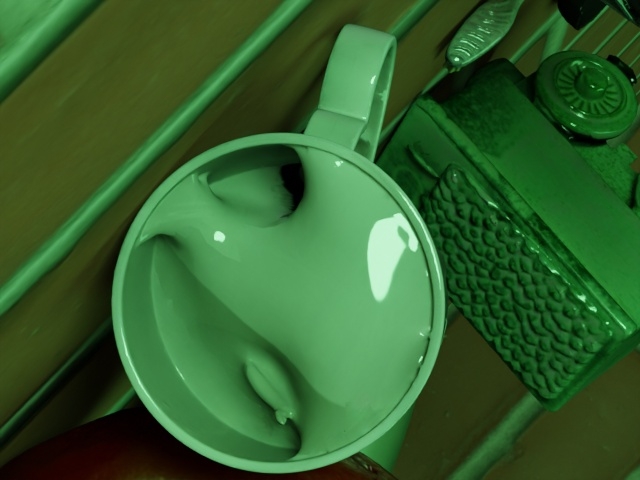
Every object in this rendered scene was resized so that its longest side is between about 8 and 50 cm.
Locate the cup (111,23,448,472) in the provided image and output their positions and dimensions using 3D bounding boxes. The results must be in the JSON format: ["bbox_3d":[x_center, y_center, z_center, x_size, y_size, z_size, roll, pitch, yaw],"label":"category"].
[{"bbox_3d":[0.009,0.013,0.938,0.221,0.167,0.202,-46,174,5],"label":"cup"}]

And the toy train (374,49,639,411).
[{"bbox_3d":[0.185,-0.023,1.303,0.202,0.266,0.145,-31,164,-34],"label":"toy train"}]

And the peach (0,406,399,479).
[{"bbox_3d":[-0.078,0.220,0.999,0.361,0.258,0.201,-10,153,15],"label":"peach"}]

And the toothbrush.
[{"bbox_3d":[0.216,-0.248,1.201,0.375,0.028,0.037,-45,177,-10],"label":"toothbrush"}]

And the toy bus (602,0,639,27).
[{"bbox_3d":[0.172,-0.208,0.831,0.157,0.139,0.289,-51,168,-5],"label":"toy bus"}]

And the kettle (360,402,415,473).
[{"bbox_3d":[-0.026,0.127,1.281,0.240,0.165,0.255,-91,-165,-55],"label":"kettle"}]

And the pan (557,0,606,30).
[{"bbox_3d":[0.265,-0.238,1.430,0.212,0.040,0.115,-26,157,-49],"label":"pan"}]
